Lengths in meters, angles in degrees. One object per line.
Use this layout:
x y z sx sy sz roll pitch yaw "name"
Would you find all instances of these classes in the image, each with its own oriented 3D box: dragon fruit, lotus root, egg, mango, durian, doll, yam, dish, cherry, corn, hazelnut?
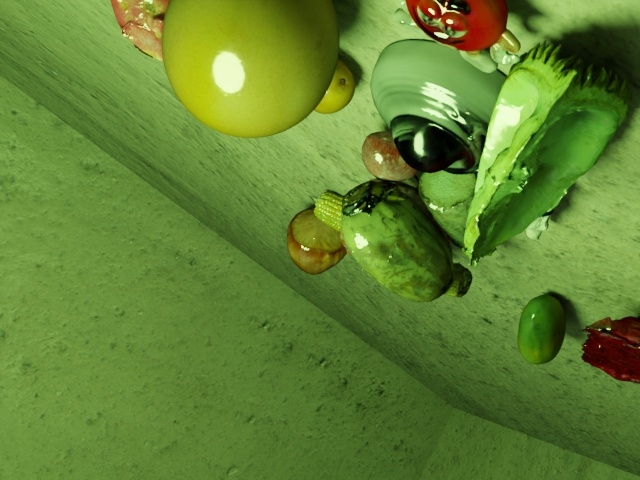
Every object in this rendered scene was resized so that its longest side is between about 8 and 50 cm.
0.676 0.231 1.643 0.282 0.100 0.343 24 168 19 "dragon fruit"
0.157 0.016 1.507 0.309 0.173 0.173 41 163 -21 "lotus root"
-0.096 -0.281 1.130 0.250 0.250 0.322 30 157 2 "egg"
0.499 0.192 1.805 0.091 0.137 0.237 23 151 26 "mango"
0.283 -0.093 1.046 0.163 0.198 0.394 19 141 0 "durian"
0.166 -0.271 0.979 0.183 0.085 0.217 31 175 2 "doll"
0.260 -0.058 1.484 0.107 0.107 0.194 21 164 34 "yam"
0.179 -0.164 1.223 0.273 0.134 0.273 27 167 7 "dish"
-0.227 -0.364 1.293 0.126 0.161 0.274 20 161 45 "dragon fruit"
0.001 -0.257 1.361 0.102 0.085 0.184 34 171 -14 "mango"
0.162 -0.135 1.472 0.225 0.090 0.107 25 156 -35 "cherry"
0.099 -0.036 1.935 0.248 0.081 0.081 29 166 8 "corn"
0.000 0.000 2.100 0.182 0.182 0.182 28 166 8 "hazelnut"

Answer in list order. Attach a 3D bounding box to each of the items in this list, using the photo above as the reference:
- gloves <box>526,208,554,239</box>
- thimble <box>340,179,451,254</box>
0.340 -0.050 1.367 0.119 0.097 0.229 34 162 6 "gloves"
0.165 -0.009 1.724 0.239 0.162 0.239 28 167 7 "thimble"
